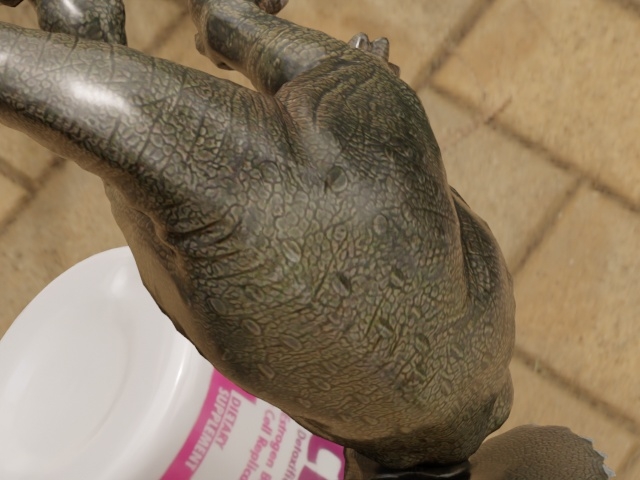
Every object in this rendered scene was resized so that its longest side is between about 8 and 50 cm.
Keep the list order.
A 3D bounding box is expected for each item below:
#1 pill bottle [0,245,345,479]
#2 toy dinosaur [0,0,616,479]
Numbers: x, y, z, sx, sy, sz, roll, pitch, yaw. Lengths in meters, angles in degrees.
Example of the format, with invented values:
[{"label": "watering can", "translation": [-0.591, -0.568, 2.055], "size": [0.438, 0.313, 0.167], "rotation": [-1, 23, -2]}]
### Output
[{"label": "pill bottle", "translation": [-0.031, 0.137, 0.783], "size": [0.160, 0.283, 0.160], "rotation": [-27, 43, 29]}, {"label": "toy dinosaur", "translation": [0.000, 0.000, 0.393], "size": [0.121, 0.313, 0.160], "rotation": [-34, 53, -6]}]
